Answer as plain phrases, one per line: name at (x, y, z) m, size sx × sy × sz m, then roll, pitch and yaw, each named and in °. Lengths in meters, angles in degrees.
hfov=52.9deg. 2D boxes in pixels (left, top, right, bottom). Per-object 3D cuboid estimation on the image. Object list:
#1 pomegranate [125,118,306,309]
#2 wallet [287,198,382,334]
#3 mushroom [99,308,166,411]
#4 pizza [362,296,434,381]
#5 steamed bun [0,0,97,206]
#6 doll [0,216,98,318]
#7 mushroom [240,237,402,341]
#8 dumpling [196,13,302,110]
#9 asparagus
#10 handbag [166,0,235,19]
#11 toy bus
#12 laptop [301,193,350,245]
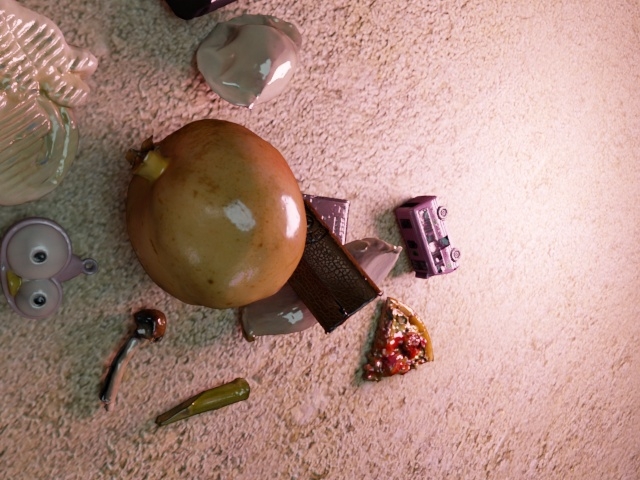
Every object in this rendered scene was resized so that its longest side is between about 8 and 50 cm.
pomegranate at (-0.171, -0.049, 1.028) m, size 0.319 × 0.319 × 0.319 m, roll -3°, pitch 95°, yaw -34°
wallet at (-0.007, 0.041, 1.198) m, size 0.132 × 0.039 × 0.243 m, roll -32°, pitch 69°, yaw -15°
mushroom at (-0.323, 0.198, 1.090) m, size 0.060 × 0.061 × 0.187 m, roll 32°, pitch 88°, yaw -17°
pizza at (0.173, 0.246, 1.416) m, size 0.201 × 0.053 × 0.193 m, roll 47°, pitch 69°, yaw -27°
steamed bun at (-0.477, -0.194, 0.876) m, size 0.280 × 0.207 × 0.268 m, roll 32°, pitch 74°, yaw -59°
doll at (-0.507, 0.053, 0.926) m, size 0.365 × 0.094 × 0.160 m, roll -7°, pitch 100°, yaw -33°
mushroom at (0.003, 0.094, 1.244) m, size 0.351 × 0.097 × 0.109 m, roll -30°, pitch 73°, yaw -21°
dumpling at (-0.125, -0.331, 1.149) m, size 0.166 × 0.126 × 0.216 m, roll 34°, pitch 83°, yaw -3°
asparagus at (-0.214, 0.294, 1.170) m, size 0.178 × 0.041 × 0.045 m, roll -12°, pitch 144°, yaw -32°
handbag at (-0.157, -0.550, 1.063) m, size 0.301 × 0.177 × 0.275 m, roll -37°, pitch 113°, yaw -26°
toy bus at (0.233, -0.005, 1.421) m, size 0.098 × 0.086 × 0.178 m, roll -28°, pitch 105°, yaw -27°
laptop at (0.000, 0.000, 1.306) m, size 0.129 × 0.016 × 0.180 m, roll 5°, pitch 92°, yaw -33°
